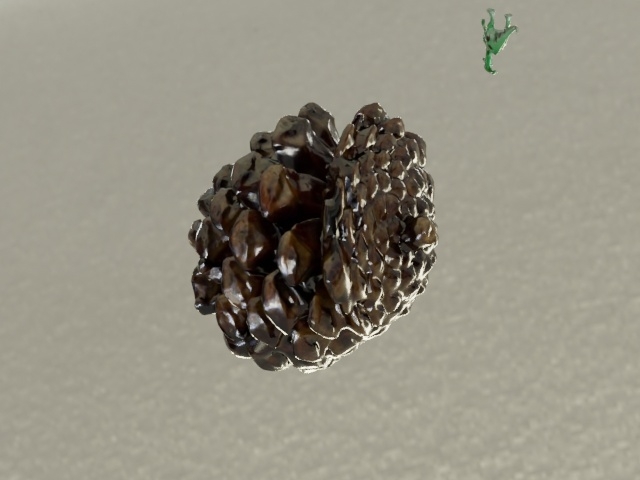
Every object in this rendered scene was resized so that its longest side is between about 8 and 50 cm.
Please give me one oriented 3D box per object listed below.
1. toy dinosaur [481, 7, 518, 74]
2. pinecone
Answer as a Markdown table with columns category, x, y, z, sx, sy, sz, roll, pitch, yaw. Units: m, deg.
| category | x | y | z | sx | sy | sz | roll | pitch | yaw |
| --- | --- | --- | --- | --- | --- | --- | --- | --- | --- |
| toy dinosaur | 0.158 | -0.175 | 1.423 | 0.021 | 0.062 | 0.083 | 0 | -155 | -10 |
| pinecone | -0.006 | -0.003 | 1.634 | 0.296 | 0.242 | 0.298 | -37 | -172 | 44 |
